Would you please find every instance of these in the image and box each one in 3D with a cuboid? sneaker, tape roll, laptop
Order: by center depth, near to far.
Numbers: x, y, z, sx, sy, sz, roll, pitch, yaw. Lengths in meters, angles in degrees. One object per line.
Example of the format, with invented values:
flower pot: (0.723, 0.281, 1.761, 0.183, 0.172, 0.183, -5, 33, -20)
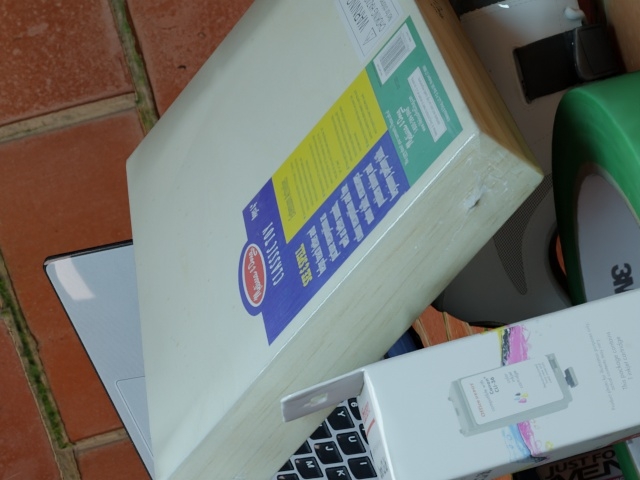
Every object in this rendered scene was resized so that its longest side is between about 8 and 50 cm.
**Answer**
tape roll: (0.213, 0.061, 0.986, 0.321, 0.077, 0.321, 164, 90, -87)
sneaker: (0.149, -0.102, 1.166, 0.122, 0.146, 0.331, -33, -47, -73)
laptop: (-0.008, 0.193, 1.273, 0.382, 0.408, 0.236, 67, -149, -22)

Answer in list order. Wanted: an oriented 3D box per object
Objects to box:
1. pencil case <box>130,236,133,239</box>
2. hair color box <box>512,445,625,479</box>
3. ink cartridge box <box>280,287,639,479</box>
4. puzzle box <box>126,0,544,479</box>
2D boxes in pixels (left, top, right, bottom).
pencil case: (0.000, 0.000, 1.682, 0.160, 0.386, 0.167, 59, 148, 11)
hair color box: (0.238, 0.303, 1.171, 0.347, 0.105, 0.174, -117, 15, -53)
ink cartridge box: (0.083, 0.085, 0.892, 0.115, 0.198, 0.067, 89, 165, -78)
puzzle box: (-0.015, -0.044, 1.105, 0.052, 0.272, 0.409, 34, -160, -24)
